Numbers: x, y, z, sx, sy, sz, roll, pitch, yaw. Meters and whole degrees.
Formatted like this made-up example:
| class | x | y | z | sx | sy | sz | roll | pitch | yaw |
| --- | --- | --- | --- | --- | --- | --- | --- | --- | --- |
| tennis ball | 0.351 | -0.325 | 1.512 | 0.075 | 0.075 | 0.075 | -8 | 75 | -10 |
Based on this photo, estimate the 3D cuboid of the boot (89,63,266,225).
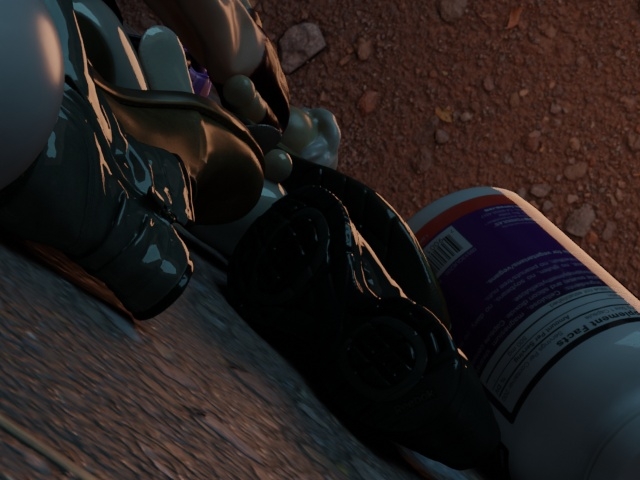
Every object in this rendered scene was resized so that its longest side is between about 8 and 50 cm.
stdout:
| class | x | y | z | sx | sy | sz | roll | pitch | yaw |
| --- | --- | --- | --- | --- | --- | --- | --- | --- | --- |
| boot | -0.122 | -0.038 | 1.221 | 0.305 | 0.112 | 0.115 | 19 | 35 | -58 |

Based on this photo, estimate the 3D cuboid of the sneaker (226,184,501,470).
| class | x | y | z | sx | sy | sz | roll | pitch | yaw |
| --- | --- | --- | --- | --- | --- | --- | --- | --- | --- |
| sneaker | 0.028 | 0.068 | 1.317 | 0.130 | 0.109 | 0.286 | 47 | 4 | -42 |

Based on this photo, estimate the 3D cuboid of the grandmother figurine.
| class | x | y | z | sx | sy | sz | roll | pitch | yaw |
| --- | --- | --- | --- | --- | --- | --- | --- | --- | --- |
| grandmother figurine | -0.080 | -0.169 | 1.671 | 0.208 | 0.104 | 0.342 | -85 | 152 | -46 |

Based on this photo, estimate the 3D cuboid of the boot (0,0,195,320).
| class | x | y | z | sx | sy | sz | roll | pitch | yaw |
| --- | --- | --- | --- | --- | --- | --- | --- | --- | --- |
| boot | -0.144 | -0.075 | 1.066 | 0.161 | 0.083 | 0.246 | 36 | 36 | -39 |

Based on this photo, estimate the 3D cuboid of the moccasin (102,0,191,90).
| class | x | y | z | sx | sy | sz | roll | pitch | yaw |
| --- | --- | --- | --- | --- | --- | --- | --- | --- | --- |
| moccasin | -0.232 | -0.189 | 1.613 | 0.138 | 0.117 | 0.342 | 40 | 5 | 25 |

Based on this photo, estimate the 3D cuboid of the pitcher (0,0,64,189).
| class | x | y | z | sx | sy | sz | roll | pitch | yaw |
| --- | --- | --- | --- | --- | --- | --- | --- | --- | --- |
| pitcher | -0.174 | -0.051 | 0.799 | 0.207 | 0.125 | 0.177 | -12 | 85 | -87 |

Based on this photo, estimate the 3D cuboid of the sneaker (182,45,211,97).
| class | x | y | z | sx | sy | sz | roll | pitch | yaw |
| --- | --- | --- | --- | --- | --- | --- | --- | --- | --- |
| sneaker | -0.164 | -0.162 | 1.980 | 0.095 | 0.104 | 0.236 | 35 | 4 | -15 |

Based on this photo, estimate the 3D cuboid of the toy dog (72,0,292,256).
| class | x | y | z | sx | sy | sz | roll | pitch | yaw |
| --- | --- | --- | --- | --- | --- | --- | --- | --- | --- |
| toy dog | -0.131 | -0.118 | 1.378 | 0.220 | 0.161 | 0.334 | 40 | 7 | 29 |

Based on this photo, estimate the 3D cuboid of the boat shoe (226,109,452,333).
| class | x | y | z | sx | sy | sz | roll | pitch | yaw |
| --- | --- | --- | --- | --- | --- | --- | --- | --- | --- |
| boat shoe | 0.000 | 0.000 | 1.544 | 0.324 | 0.122 | 0.120 | 42 | 3 | 39 |

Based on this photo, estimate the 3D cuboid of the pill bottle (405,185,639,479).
| class | x | y | z | sx | sy | sz | roll | pitch | yaw |
| --- | --- | --- | --- | --- | --- | --- | --- | --- | --- |
| pill bottle | 0.188 | 0.103 | 1.521 | 0.181 | 0.181 | 0.323 | 33 | 9 | -45 |
